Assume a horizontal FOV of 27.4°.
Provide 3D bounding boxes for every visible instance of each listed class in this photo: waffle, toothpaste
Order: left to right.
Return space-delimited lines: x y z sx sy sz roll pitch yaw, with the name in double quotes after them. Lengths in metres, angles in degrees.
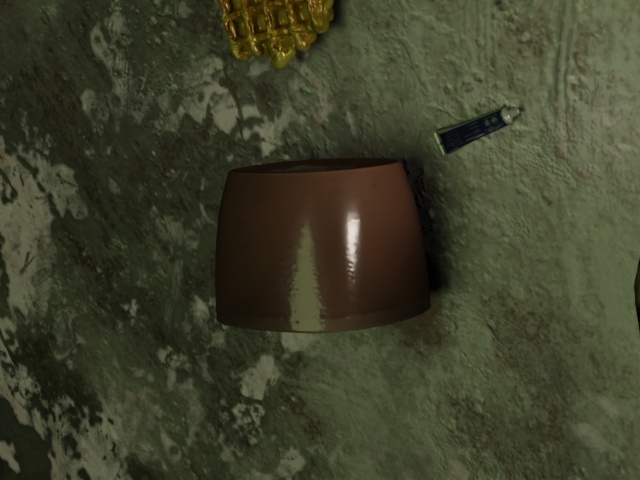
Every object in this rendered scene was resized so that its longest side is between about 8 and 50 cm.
-0.077 -0.405 1.863 0.283 0.065 0.309 39 122 18 "waffle"
0.210 -0.151 1.756 0.140 0.021 0.037 -21 93 42 "toothpaste"

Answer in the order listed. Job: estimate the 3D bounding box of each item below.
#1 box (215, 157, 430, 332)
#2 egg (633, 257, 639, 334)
0.000 0.000 1.816 0.301 0.301 0.216 5 101 37 "box"
0.535 0.094 1.373 0.428 0.345 0.345 35 125 33 "egg"
